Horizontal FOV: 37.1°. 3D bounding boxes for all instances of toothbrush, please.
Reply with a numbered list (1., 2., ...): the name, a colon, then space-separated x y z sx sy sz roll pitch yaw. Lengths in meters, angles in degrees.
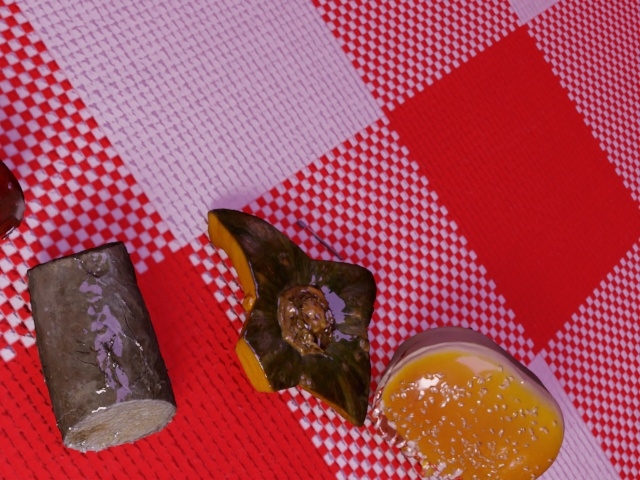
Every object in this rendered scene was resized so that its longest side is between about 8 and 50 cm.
1. toothbrush: 0.000 0.000 1.477 0.097 0.006 0.008 41 54 -16

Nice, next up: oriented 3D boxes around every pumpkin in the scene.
1. pumpkin: -0.036 0.107 1.350 0.290 0.095 0.258 23 56 -31

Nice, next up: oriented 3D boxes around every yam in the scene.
1. yam: -0.266 0.123 1.143 0.154 0.154 0.254 -9 80 -39

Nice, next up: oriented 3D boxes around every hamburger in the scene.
1. hamburger: 0.219 0.257 1.400 0.295 0.227 0.151 38 30 -14

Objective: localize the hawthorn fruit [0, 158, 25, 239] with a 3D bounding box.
1. hawthorn fruit: -0.430 -0.062 1.100 0.148 0.148 0.172 -19 75 -40
